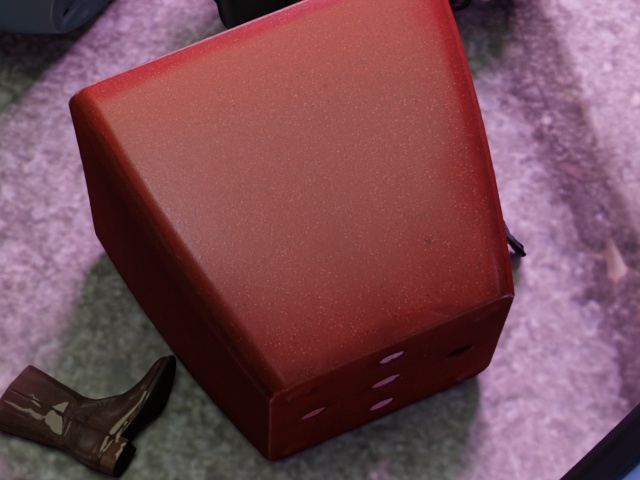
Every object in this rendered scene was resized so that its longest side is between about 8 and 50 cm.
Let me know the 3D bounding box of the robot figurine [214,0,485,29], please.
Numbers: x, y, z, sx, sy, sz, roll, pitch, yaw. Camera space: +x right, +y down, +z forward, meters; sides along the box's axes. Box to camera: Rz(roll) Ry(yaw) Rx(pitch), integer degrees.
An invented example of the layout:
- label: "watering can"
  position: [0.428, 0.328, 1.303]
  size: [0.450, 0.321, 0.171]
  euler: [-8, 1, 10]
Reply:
- label: "robot figurine"
  position: [0.042, -0.251, 1.590]
  size: [0.278, 0.173, 0.209]
  euler: [-15, 69, -6]

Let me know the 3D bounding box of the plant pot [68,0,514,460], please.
- label: "plant pot"
  position: [0.000, 0.000, 1.397]
  size: [0.267, 0.267, 0.236]
  euler: [-23, 72, -10]

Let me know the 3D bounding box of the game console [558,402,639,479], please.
- label: "game console"
  position: [0.329, 0.203, 1.244]
  size: [0.386, 0.060, 0.342]
  euler: [-46, 62, 13]

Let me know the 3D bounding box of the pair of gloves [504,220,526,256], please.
- label: "pair of gloves"
  position: [0.127, -0.024, 1.498]
  size: [0.010, 0.074, 0.083]
  euler: [-37, 62, 6]

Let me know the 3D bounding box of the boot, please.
- label: "boot"
  position: [-0.176, 0.111, 1.456]
  size: [0.114, 0.037, 0.106]
  euler: [21, 63, 21]

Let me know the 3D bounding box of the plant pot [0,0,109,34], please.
- label: "plant pot"
  position: [-0.253, -0.303, 1.585]
  size: [0.235, 0.293, 0.293]
  euler: [35, 65, 6]
